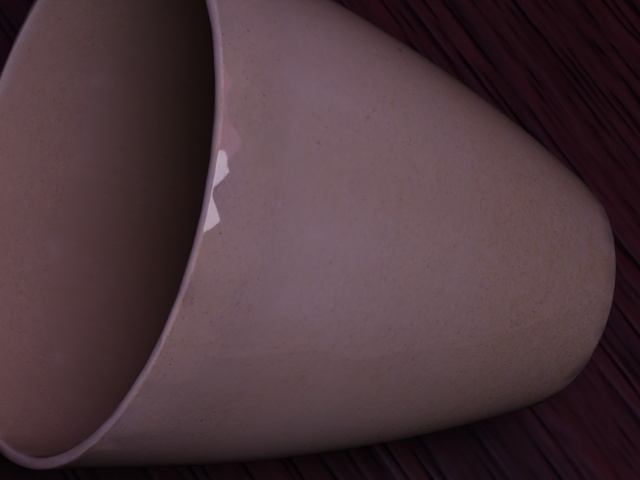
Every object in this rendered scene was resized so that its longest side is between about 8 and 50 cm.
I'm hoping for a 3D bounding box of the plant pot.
[{"bbox_3d":[0.000,0.000,0.912,0.274,0.256,0.256,13,57,-33],"label":"plant pot"}]
